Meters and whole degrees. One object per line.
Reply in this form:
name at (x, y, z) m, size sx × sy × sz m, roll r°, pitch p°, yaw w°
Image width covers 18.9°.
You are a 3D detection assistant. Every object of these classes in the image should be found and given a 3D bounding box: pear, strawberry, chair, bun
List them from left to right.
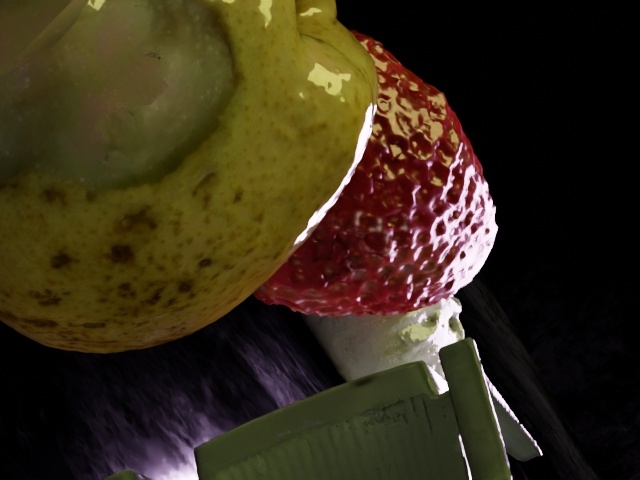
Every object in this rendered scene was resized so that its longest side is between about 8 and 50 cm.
pear at (-0.103, -0.077, 1.039) m, size 0.271 × 0.271 × 0.271 m, roll 53°, pitch 9°, yaw -12°
strawberry at (0.026, -0.048, 1.650) m, size 0.288 × 0.238 × 0.250 m, roll 29°, pitch 28°, yaw -19°
chair at (0.019, 0.163, 0.984) m, size 0.274 × 0.203 × 0.190 m, roll 51°, pitch 19°, yaw -56°
bun at (0.072, 0.079, 1.836) m, size 0.204 × 0.126 × 0.212 m, roll 56°, pitch 7°, yaw -4°
